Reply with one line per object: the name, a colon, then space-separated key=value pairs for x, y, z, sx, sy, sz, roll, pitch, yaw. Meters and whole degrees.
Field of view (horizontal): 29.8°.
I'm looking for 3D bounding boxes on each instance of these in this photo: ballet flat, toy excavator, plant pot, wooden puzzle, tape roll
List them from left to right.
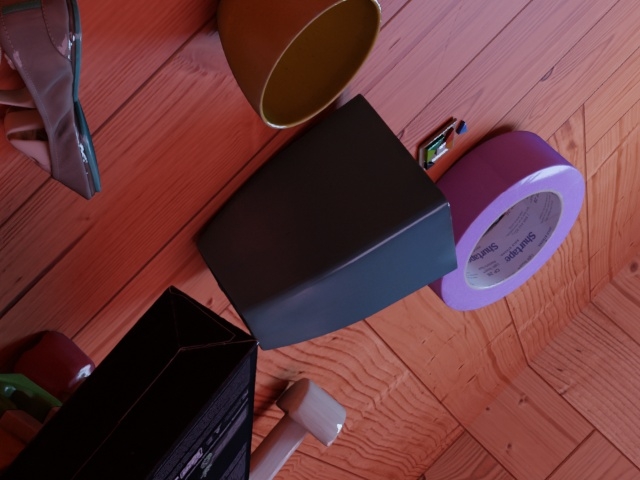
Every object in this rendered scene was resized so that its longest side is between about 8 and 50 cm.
ballet flat: x=-0.200 y=-0.100 z=0.862 sx=0.068 sy=0.072 sz=0.213 roll=-11 pitch=149 yaw=-12
toy excavator: x=-0.147 y=0.427 z=1.699 sx=0.433 sy=0.222 sz=0.445 roll=-47 pitch=-169 yaw=15
plant pot: x=-0.030 y=-0.174 z=0.989 sx=0.134 sy=0.095 sz=0.134 roll=-38 pitch=159 yaw=-18
plant pot: x=0.000 y=0.000 z=1.285 sx=0.234 sy=0.165 sz=0.165 roll=-33 pitch=153 yaw=-6
wooden puzzle: x=0.153 y=-0.121 z=1.576 sx=0.116 sy=0.014 sz=0.078 roll=-42 pitch=160 yaw=-12
tape roll: x=0.259 y=-0.027 z=1.780 sx=0.275 sy=0.090 sz=0.275 roll=-29 pitch=147 yaw=-22

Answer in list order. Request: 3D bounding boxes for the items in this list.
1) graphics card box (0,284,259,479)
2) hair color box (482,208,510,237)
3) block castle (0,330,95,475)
graphics card box: x=-0.155 y=0.226 z=0.996 sx=0.233 sy=0.094 sz=0.371 roll=-50 pitch=164 yaw=-28
hair color box: x=0.285 y=-0.015 z=1.986 sx=0.093 sy=0.053 sz=0.167 roll=-51 pitch=160 yaw=14
block castle: x=-0.340 y=0.225 z=0.990 sx=0.303 sy=0.213 sz=0.453 roll=-60 pitch=166 yaw=3
